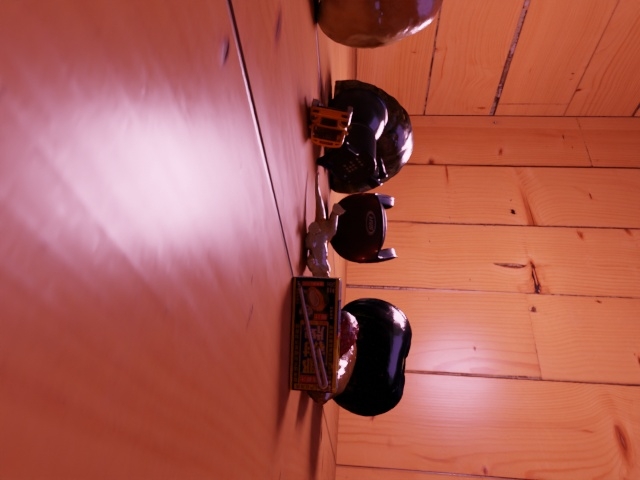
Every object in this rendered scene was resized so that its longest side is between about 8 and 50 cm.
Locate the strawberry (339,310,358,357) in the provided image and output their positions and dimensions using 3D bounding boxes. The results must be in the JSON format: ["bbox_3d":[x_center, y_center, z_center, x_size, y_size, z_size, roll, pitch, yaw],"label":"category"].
[{"bbox_3d":[0.024,0.181,0.881,0.106,0.106,0.106,2,90,-85],"label":"strawberry"}]

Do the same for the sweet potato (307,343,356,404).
[{"bbox_3d":[0.024,0.261,0.953,0.292,0.097,0.098,-65,156,-72],"label":"sweet potato"}]

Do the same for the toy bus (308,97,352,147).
[{"bbox_3d":[0.017,-0.205,0.827,0.162,0.069,0.074,-76,177,-76],"label":"toy bus"}]

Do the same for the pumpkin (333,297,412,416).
[{"bbox_3d":[0.118,0.304,1.256,0.315,0.238,0.315,7,90,-67],"label":"pumpkin"}]

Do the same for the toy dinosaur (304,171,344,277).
[{"bbox_3d":[0.000,0.001,0.812,0.142,0.057,0.212,103,-4,-50],"label":"toy dinosaur"}]

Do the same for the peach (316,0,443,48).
[{"bbox_3d":[0.105,-0.447,0.837,0.214,0.235,0.214,12,90,-87],"label":"peach"}]

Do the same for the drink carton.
[{"bbox_3d":[-0.006,0.136,0.689,0.056,0.071,0.166,17,74,-81],"label":"drink carton"}]

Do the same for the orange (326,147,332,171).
[{"bbox_3d":[0.049,-0.199,1.155,0.085,0.085,0.085,2,90,-85],"label":"orange"}]

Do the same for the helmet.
[{"bbox_3d":[0.115,-0.033,1.248,0.216,0.193,0.189,149,-59,-80],"label":"helmet"}]

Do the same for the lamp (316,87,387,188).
[{"bbox_3d":[0.081,-0.208,1.036,0.172,0.147,0.228,43,38,-35],"label":"lamp"}]

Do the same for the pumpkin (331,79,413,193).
[{"bbox_3d":[0.140,-0.286,1.300,0.325,0.232,0.242,91,2,-48],"label":"pumpkin"}]
